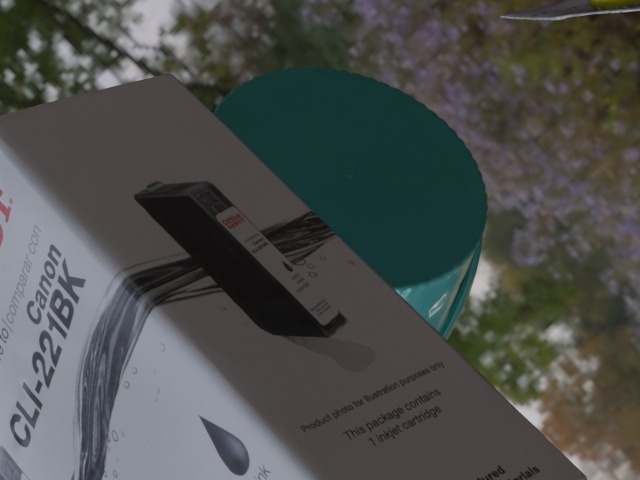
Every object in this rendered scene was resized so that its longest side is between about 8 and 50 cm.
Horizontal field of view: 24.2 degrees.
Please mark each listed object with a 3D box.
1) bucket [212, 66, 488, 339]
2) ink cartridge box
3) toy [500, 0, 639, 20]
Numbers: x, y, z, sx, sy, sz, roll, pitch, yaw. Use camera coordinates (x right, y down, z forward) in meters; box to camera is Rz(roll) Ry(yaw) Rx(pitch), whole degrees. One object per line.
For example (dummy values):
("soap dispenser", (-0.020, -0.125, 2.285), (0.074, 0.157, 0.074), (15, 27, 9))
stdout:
("bucket", (0.000, 0.000, 1.253), (0.281, 0.183, 0.281), (11, -131, -12))
("ink cartridge box", (-0.051, 0.089, 0.648), (0.114, 0.197, 0.273), (-18, -127, -43))
("toy", (0.199, -0.145, 0.741), (0.237, 0.137, 0.056), (-154, 55, -68))
